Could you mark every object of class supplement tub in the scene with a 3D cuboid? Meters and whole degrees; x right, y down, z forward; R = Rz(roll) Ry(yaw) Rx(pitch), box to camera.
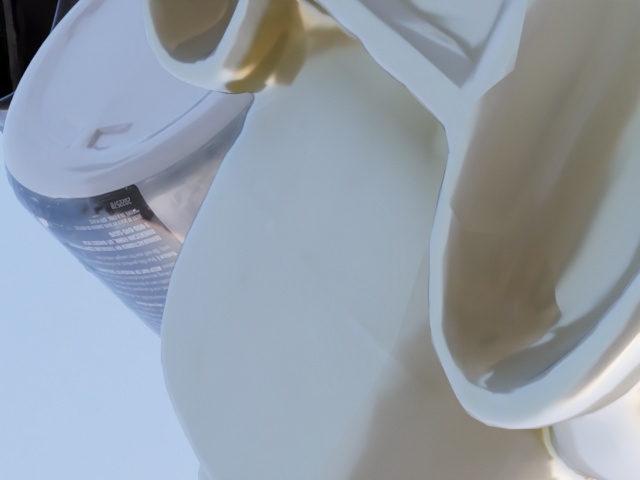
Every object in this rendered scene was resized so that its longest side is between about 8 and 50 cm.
[{"bbox_3d":[0.000,0.000,0.915,0.193,0.193,0.316,-48,-51,-8],"label":"supplement tub"}]

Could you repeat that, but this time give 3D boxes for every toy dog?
[{"bbox_3d":[0.171,-0.017,0.601,0.408,0.284,0.395,-4,-64,-33],"label":"toy dog"}]

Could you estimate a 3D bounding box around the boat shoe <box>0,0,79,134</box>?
[{"bbox_3d":[-0.246,-0.300,1.390,0.187,0.156,0.500,-20,-106,27],"label":"boat shoe"}]
